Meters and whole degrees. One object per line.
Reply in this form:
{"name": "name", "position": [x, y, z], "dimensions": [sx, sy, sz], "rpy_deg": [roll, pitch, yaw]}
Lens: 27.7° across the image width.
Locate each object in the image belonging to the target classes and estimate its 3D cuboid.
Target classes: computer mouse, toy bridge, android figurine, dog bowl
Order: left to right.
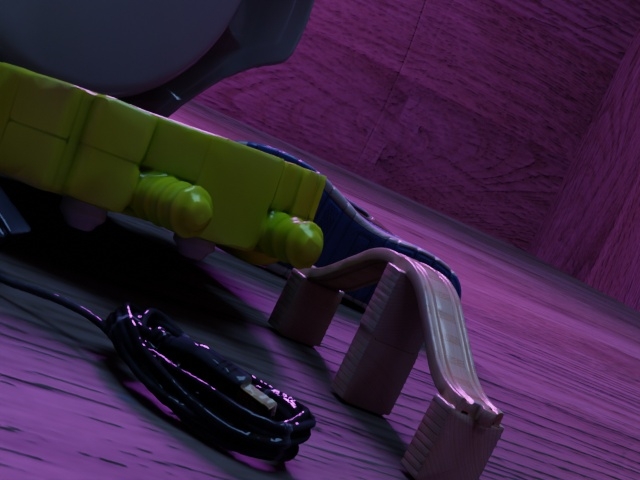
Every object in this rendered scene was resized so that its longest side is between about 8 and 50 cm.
{"name": "computer mouse", "position": [-0.100, 0.000, 0.432], "dimensions": [0.242, 0.041, 0.071], "rpy_deg": [28, 5, 19]}
{"name": "dog bowl", "position": [-0.148, -0.214, 0.791], "dimensions": [0.102, 0.348, 0.349], "rpy_deg": [13, -5, 43]}
{"name": "android figurine", "position": [-0.111, -0.041, 0.600], "dimensions": [0.273, 0.056, 0.248], "rpy_deg": [22, 3, 43]}
{"name": "toy bridge", "position": [0.028, 0.038, 0.527], "dimensions": [0.026, 0.063, 0.188], "rpy_deg": [23, 5, -23]}

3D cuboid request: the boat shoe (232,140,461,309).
{"name": "boat shoe", "position": [0.000, 0.000, 0.819], "dimensions": [0.183, 0.066, 0.066], "rpy_deg": [35, -1, -12]}
